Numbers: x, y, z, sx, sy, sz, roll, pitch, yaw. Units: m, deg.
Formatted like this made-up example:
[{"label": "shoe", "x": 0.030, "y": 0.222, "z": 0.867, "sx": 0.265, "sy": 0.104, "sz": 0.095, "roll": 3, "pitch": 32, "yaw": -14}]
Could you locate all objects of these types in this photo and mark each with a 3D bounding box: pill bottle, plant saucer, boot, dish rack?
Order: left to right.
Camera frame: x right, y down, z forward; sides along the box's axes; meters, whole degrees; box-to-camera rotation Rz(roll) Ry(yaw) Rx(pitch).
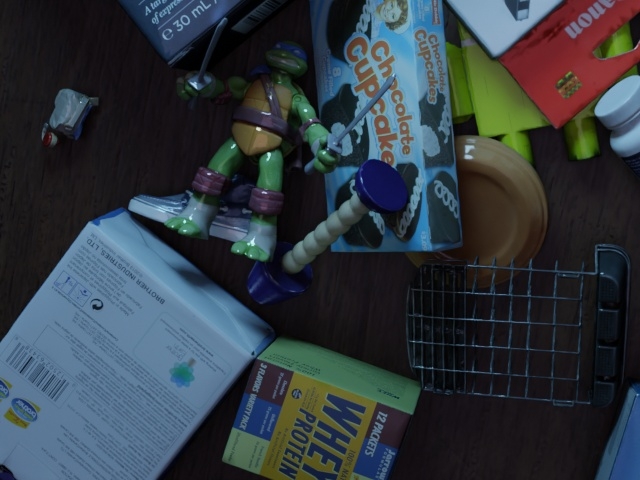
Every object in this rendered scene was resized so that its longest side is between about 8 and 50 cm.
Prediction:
[{"label": "boot", "x": -0.147, "y": -0.052, "z": 1.810, "sx": 0.189, "sy": 0.069, "sz": 0.086, "roll": 15, "pitch": 89, "yaw": -2}, {"label": "plant saucer", "x": 0.184, "y": -0.031, "z": 1.754, "sx": 0.199, "sy": 0.037, "sz": 0.200, "roll": 4, "pitch": 109, "yaw": 13}, {"label": "dish rack", "x": 0.243, "y": 0.107, "z": 1.739, "sx": 0.271, "sy": 0.074, "sz": 0.208, "roll": 3, "pitch": 114, "yaw": 12}, {"label": "pill bottle", "x": 0.410, "y": -0.115, "z": 1.691, "sx": 0.094, "sy": 0.094, "sz": 0.169, "roll": -43, "pitch": 107, "yaw": 9}]

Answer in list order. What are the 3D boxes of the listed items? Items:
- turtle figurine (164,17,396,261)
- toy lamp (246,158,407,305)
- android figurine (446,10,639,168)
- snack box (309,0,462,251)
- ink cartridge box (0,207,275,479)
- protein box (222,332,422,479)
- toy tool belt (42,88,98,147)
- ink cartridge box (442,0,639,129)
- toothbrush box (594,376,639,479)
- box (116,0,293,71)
[{"label": "turtle figurine", "x": -0.084, "y": -0.118, "z": 1.669, "sx": 0.197, "sy": 0.274, "sz": 0.266, "roll": 17, "pitch": 94, "yaw": -23}, {"label": "toy lamp", "x": 0.000, "y": 0.000, "z": 1.726, "sx": 0.080, "sy": 0.080, "sz": 0.274, "roll": 53, "pitch": 133, "yaw": 1}, {"label": "android figurine", "x": 0.263, "y": -0.225, "z": 1.744, "sx": 0.248, "sy": 0.056, "sz": 0.273, "roll": -9, "pitch": 95, "yaw": 8}, {"label": "snack box", "x": 0.077, "y": -0.148, "z": 1.717, "sx": 0.187, "sy": 0.060, "sz": 0.322, "roll": -1, "pitch": 96, "yaw": 50}, {"label": "ink cartridge box", "x": -0.285, "y": 0.196, "z": 1.792, "sx": 0.270, "sy": 0.151, "sz": 0.395, "roll": 39, "pitch": 101, "yaw": 4}, {"label": "protein box", "x": 0.008, "y": 0.223, "z": 1.738, "sx": 0.199, "sy": 0.201, "sz": 0.136, "roll": 19, "pitch": 97, "yaw": 5}, {"label": "toy tool belt", "x": -0.323, "y": -0.154, "z": 1.826, "sx": 0.051, "sy": 0.052, "sz": 0.083, "roll": 16, "pitch": 105, "yaw": -38}, {"label": "ink cartridge box", "x": 0.308, "y": -0.308, "z": 1.674, "sx": 0.275, "sy": 0.060, "sz": 0.239, "roll": -41, "pitch": 87, "yaw": 6}, {"label": "toothbrush box", "x": 0.492, "y": 0.319, "z": 1.724, "sx": 0.295, "sy": 0.126, "sz": 0.216, "roll": 17, "pitch": 97, "yaw": 4}, {"label": "box", "x": -0.168, "y": -0.448, "z": 1.701, "sx": 0.293, "sy": 0.212, "sz": 0.395, "roll": -38, "pitch": 88, "yaw": 9}]
